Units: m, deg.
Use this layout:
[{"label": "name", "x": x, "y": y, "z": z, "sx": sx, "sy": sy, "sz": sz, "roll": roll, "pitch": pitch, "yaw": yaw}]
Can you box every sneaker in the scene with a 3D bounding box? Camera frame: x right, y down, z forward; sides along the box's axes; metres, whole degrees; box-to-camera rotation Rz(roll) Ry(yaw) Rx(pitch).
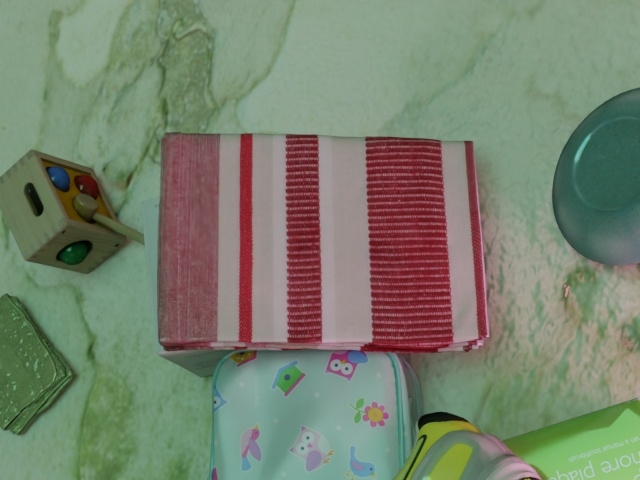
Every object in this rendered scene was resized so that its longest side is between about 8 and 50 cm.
[{"label": "sneaker", "x": 0.056, "y": 0.324, "z": 1.218, "sx": 0.384, "sy": 0.145, "sz": 0.147, "roll": -51, "pitch": 45, "yaw": 13}]

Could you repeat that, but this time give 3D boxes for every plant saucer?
[{"label": "plant saucer", "x": 0.306, "y": -0.072, "z": 1.347, "sx": 0.195, "sy": 0.037, "sz": 0.195, "roll": -21, "pitch": 58, "yaw": 38}]

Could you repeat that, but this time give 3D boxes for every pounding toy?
[{"label": "pounding toy", "x": -0.279, "y": -0.027, "z": 1.550, "sx": 0.100, "sy": 0.130, "sz": 0.141, "roll": -39, "pitch": 64, "yaw": 19}]

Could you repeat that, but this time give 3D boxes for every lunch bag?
[{"label": "lunch bag", "x": 0.003, "y": 0.245, "z": 1.360, "sx": 0.224, "sy": 0.108, "sz": 0.279, "roll": -4, "pitch": 75, "yaw": 11}]

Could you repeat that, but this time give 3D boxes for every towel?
[{"label": "towel", "x": -0.362, "y": 0.145, "z": 1.573, "sx": 0.110, "sy": 0.027, "sz": 0.148, "roll": -44, "pitch": 66, "yaw": 4}, {"label": "towel", "x": 0.000, "y": 0.000, "z": 1.361, "sx": 0.329, "sy": 0.037, "sz": 0.237, "roll": 1, "pitch": 66, "yaw": -5}]

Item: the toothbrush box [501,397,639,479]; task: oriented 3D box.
[{"label": "toothbrush box", "x": 0.251, "y": 0.316, "z": 1.243, "sx": 0.206, "sy": 0.122, "sz": 0.283, "roll": -20, "pitch": 69, "yaw": 15}]

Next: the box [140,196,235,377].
[{"label": "box", "x": -0.084, "y": 0.035, "z": 1.453, "sx": 0.182, "sy": 0.119, "sz": 0.181, "roll": -14, "pitch": 69, "yaw": 15}]
